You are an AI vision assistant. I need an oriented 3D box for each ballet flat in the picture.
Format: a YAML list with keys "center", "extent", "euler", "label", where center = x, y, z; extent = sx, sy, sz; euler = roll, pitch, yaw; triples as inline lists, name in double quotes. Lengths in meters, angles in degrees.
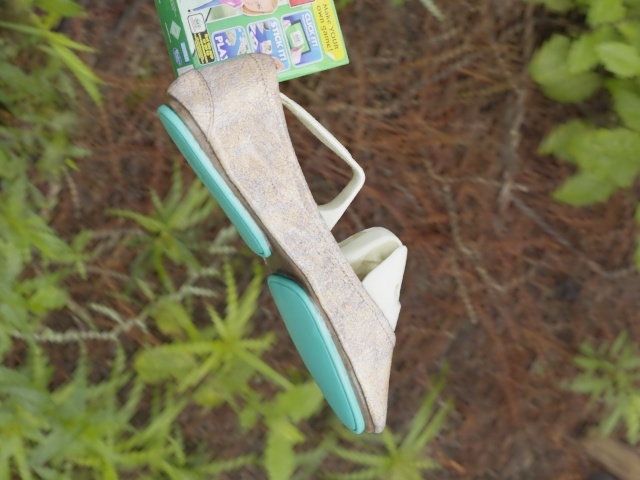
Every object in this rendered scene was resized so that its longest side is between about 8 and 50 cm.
- center: [0.000, 0.000, 1.287]
  extent: [0.106, 0.107, 0.316]
  euler: [-34, 114, -12]
  label: "ballet flat"

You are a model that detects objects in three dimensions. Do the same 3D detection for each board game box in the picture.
- center: [-0.098, -0.323, 1.918]
  extent: [0.213, 0.046, 0.317]
  euler: [-20, 97, -37]
  label: "board game box"
